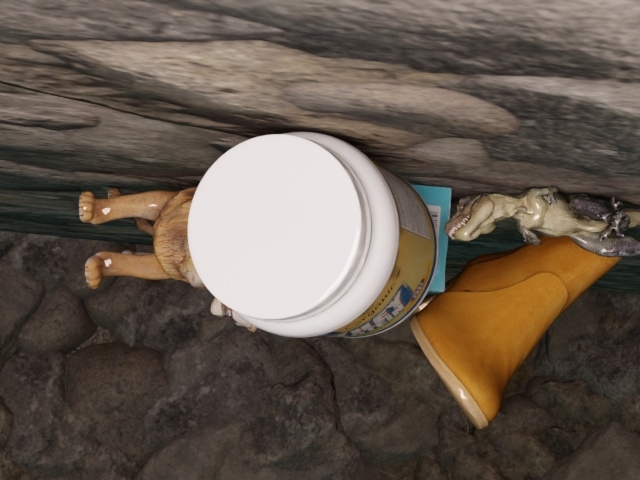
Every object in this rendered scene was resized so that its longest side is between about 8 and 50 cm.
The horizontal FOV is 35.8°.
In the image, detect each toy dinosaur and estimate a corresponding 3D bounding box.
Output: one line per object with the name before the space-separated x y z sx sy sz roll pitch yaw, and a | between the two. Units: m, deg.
toy dinosaur | 0.244 -0.012 0.863 0.268 0.064 0.118 6 -170 -25

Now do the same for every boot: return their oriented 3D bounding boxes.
boot | 0.197 0.057 0.952 0.211 0.104 0.295 -31 -169 8

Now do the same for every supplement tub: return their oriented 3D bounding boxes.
supplement tub | 0.000 0.000 0.734 0.144 0.144 0.200 4 176 19

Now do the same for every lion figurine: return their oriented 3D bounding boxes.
lion figurine | -0.132 -0.006 1.130 0.240 0.142 0.392 -2 -170 -2

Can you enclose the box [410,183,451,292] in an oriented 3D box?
box | 0.086 0.006 1.021 0.060 0.100 0.244 5 176 0
